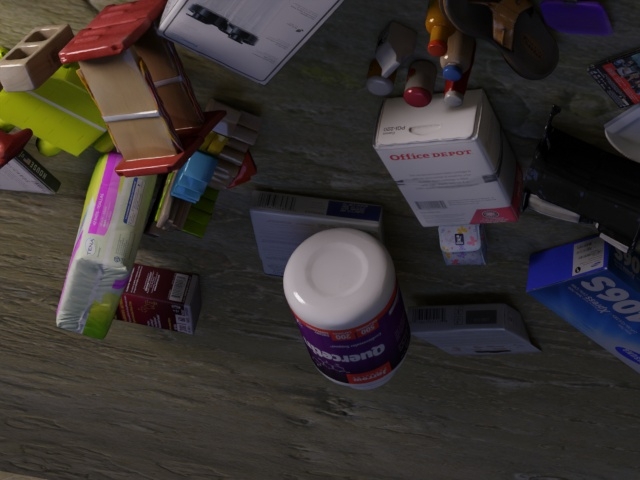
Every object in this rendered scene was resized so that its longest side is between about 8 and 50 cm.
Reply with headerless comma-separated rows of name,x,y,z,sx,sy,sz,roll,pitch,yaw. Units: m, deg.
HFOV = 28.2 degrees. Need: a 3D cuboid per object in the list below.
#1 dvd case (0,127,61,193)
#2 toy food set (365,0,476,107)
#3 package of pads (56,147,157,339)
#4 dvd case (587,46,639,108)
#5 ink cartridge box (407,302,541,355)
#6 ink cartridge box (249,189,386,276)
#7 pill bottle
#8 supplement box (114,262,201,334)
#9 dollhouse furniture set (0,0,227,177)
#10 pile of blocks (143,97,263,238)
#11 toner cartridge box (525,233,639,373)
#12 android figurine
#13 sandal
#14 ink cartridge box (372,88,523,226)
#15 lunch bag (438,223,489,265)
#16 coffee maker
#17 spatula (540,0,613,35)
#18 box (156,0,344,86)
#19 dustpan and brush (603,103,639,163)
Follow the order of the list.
dvd case,-0.565,-0.141,2.103,0.239,0.029,0.179,6,152,37
toy food set,0.136,-0.227,1.667,0.111,0.104,0.232,23,149,-18
package of pads,-0.358,0.002,2.122,0.101,0.229,0.296,16,149,-11
dvd case,0.422,-0.217,1.665,0.119,0.013,0.087,-16,136,42
ink cartridge box,0.289,0.166,2.362,0.189,0.066,0.232,-4,167,26
ink cartridge box,0.000,0.000,2.167,0.223,0.045,0.224,7,150,8
pill bottle,0.053,0.129,2.140,0.182,0.181,0.323,4,150,15
supplement box,-0.354,0.103,2.450,0.240,0.073,0.130,11,151,4
dollhouse furniture set,-0.351,-0.204,1.788,0.374,0.152,0.201,-3,124,27
pile of blocks,-0.172,-0.086,1.982,0.113,0.149,0.362,20,149,-13
toner cartridge box,0.517,0.114,2.141,0.348,0.075,0.165,33,146,-32
android figurine,-0.405,-0.212,1.945,0.248,0.056,0.273,26,150,-21
sandal,0.233,-0.265,1.569,0.219,0.090,0.060,37,175,-37
ink cartridge box,0.189,-0.116,1.852,0.159,0.092,0.218,-3,149,25
lunch bag,0.232,0.002,2.079,0.071,0.053,0.083,0,139,18
coffee maker,0.381,-0.078,1.778,0.178,0.120,0.171,22,159,15
spatula,0.292,-0.330,1.507,0.084,0.030,0.296,7,150,22
box,-0.071,-0.325,1.595,0.169,0.087,0.290,23,148,-19
dustpan and brush,0.512,-0.118,1.758,0.211,0.060,0.147,25,148,-21
